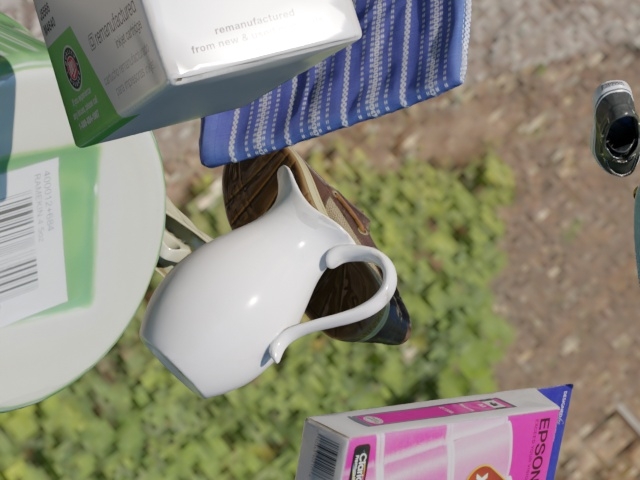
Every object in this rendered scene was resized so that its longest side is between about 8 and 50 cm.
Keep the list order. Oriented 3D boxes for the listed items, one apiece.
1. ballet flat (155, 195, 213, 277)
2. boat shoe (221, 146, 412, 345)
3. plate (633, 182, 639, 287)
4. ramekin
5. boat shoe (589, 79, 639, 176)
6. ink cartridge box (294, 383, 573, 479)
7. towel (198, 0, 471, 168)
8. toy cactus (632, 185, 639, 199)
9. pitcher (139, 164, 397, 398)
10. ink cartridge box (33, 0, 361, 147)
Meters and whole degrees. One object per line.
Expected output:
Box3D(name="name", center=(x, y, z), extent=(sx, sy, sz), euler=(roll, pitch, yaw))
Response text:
Box3D(name="ballet flat", center=(-0.148, 0.024, 1.974), extent=(0.086, 0.248, 0.086), euler=(-50, -179, 1))
Box3D(name="boat shoe", center=(0.000, 0.000, 2.119), extent=(0.123, 0.342, 0.123), euler=(21, 113, -49))
Box3D(name="plate", center=(0.337, 0.030, 1.710), extent=(0.024, 0.188, 0.188), euler=(-9, 155, -5))
Box3D(name="ramekin", center=(-0.258, -0.018, 1.321), extent=(0.303, 0.148, 0.303), euler=(-20, 120, -40))
Box3D(name="boat shoe", center=(0.277, -0.094, 1.667), extent=(0.049, 0.040, 0.142), euler=(-17, 148, 5))
Box3D(name="ink cartridge box", center=(0.121, 0.236, 1.658), extent=(0.371, 0.069, 0.175), euler=(-3, 107, -46))
Box3D(name="towel", center=(0.010, -0.218, 1.856), extent=(0.336, 0.243, 0.040), euler=(-16, 146, 34))
Box3D(name="toy cactus", center=(0.412, -0.112, 2.084), extent=(0.180, 0.112, 0.219), euler=(96, 4, -71))
Box3D(name="pitcher", center=(-0.048, 0.056, 1.623), extent=(0.207, 0.178, 0.125), euler=(-45, 143, -11))
Box3D(name="ink cartridge box", center=(-0.098, -0.207, 0.969), extent=(0.115, 0.273, 0.198), euler=(-16, 179, -22))
